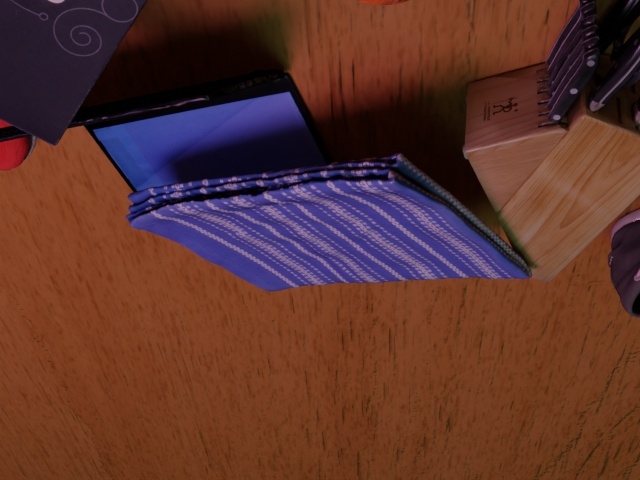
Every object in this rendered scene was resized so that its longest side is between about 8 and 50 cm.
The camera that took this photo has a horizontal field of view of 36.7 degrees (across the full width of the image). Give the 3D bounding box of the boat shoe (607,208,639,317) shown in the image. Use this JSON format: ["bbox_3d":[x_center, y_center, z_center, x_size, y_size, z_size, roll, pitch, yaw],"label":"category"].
[{"bbox_3d":[0.419,-0.018,0.884,0.112,0.096,0.335,34,136,-28],"label":"boat shoe"}]

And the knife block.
[{"bbox_3d":[0.258,-0.090,0.832,0.242,0.088,0.276,-10,138,25],"label":"knife block"}]

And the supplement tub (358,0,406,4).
[{"bbox_3d":[0.095,-0.295,0.507,0.207,0.207,0.338,27,140,-21],"label":"supplement tub"}]

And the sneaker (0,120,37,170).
[{"bbox_3d":[-0.353,-0.150,0.861,0.107,0.118,0.279,-2,141,16],"label":"sneaker"}]

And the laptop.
[{"bbox_3d":[-0.137,-0.072,0.900,0.234,0.264,0.137,-8,103,21],"label":"laptop"}]

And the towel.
[{"bbox_3d":[0.000,0.000,0.934,0.335,0.040,0.243,-4,155,39],"label":"towel"}]

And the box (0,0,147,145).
[{"bbox_3d":[-0.194,-0.226,0.684,0.165,0.143,0.270,27,132,-21],"label":"box"}]
